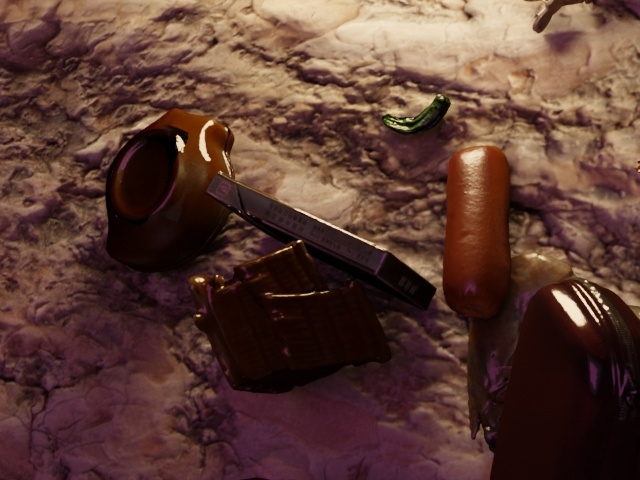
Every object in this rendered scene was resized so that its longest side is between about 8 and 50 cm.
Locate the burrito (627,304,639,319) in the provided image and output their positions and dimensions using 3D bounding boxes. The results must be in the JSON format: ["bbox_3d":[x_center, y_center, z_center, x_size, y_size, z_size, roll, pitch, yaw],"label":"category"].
[{"bbox_3d":[0.437,0.145,1.560,0.299,0.143,0.105,6,105,33],"label":"burrito"}]

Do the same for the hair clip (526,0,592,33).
[{"bbox_3d":[0.402,-0.365,1.834,0.226,0.034,0.072,-15,69,22],"label":"hair clip"}]

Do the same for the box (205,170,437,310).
[{"bbox_3d":[0.000,0.000,1.839,0.325,0.180,0.047,25,85,33],"label":"box"}]

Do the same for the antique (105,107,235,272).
[{"bbox_3d":[-0.250,-0.083,2.040,0.223,0.129,0.278,23,83,35],"label":"antique"}]

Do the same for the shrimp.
[{"bbox_3d":[0.277,0.162,1.691,0.168,0.077,0.317,-6,64,27],"label":"shrimp"}]

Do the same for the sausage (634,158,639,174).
[{"bbox_3d":[0.561,-0.172,1.639,0.330,0.102,0.102,-36,59,13],"label":"sausage"}]

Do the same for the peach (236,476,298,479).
[{"bbox_3d":[-0.036,0.463,1.647,0.201,0.258,0.361,-31,52,10],"label":"peach"}]

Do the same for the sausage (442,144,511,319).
[{"bbox_3d":[0.218,-0.022,1.754,0.089,0.083,0.300,-20,47,30],"label":"sausage"}]

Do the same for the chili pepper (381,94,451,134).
[{"bbox_3d":[0.147,-0.183,1.914,0.118,0.035,0.055,-17,52,34],"label":"chili pepper"}]

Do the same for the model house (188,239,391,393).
[{"bbox_3d":[-0.032,0.108,1.778,0.229,0.219,0.199,-20,84,21],"label":"model house"}]

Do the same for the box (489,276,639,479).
[{"bbox_3d":[0.288,0.247,1.465,0.263,0.108,0.404,-109,25,-64],"label":"box"}]
